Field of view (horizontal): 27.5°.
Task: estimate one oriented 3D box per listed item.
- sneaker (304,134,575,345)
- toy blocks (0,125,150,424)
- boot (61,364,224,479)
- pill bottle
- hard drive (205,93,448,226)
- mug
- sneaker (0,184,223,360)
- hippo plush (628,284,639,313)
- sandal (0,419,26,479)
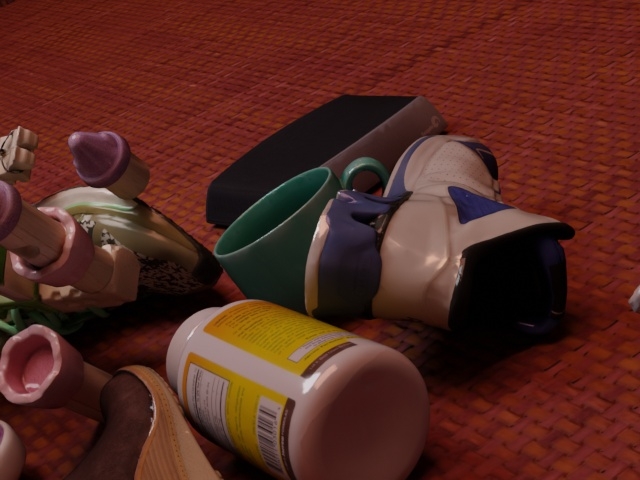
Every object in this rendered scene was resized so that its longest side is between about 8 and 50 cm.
[{"bbox_3d":[0.124,0.012,1.078,0.182,0.127,0.315,16,21,18],"label":"sneaker"},{"bbox_3d":[-0.329,-0.006,1.119,0.289,0.260,0.308,-8,65,26],"label":"toy blocks"},{"bbox_3d":[-0.184,0.190,0.945,0.207,0.090,0.248,-24,28,-15],"label":"boot"},{"bbox_3d":[-0.027,0.111,0.963,0.117,0.117,0.215,-32,27,-26],"label":"pill bottle"},{"bbox_3d":[0.003,-0.092,1.453,0.172,0.054,0.255,8,36,46],"label":"hard drive"},{"bbox_3d":[-0.006,0.006,1.166,0.158,0.097,0.129,-24,20,37],"label":"mug"},{"bbox_3d":[-0.281,0.061,1.304,0.410,0.158,0.182,-3,60,30],"label":"sneaker"},{"bbox_3d":[0.347,0.036,0.808,0.236,0.234,0.294,-10,62,63],"label":"hippo plush"},{"bbox_3d":[-0.444,0.209,1.087,0.416,0.102,0.169,-18,22,8],"label":"sandal"}]
